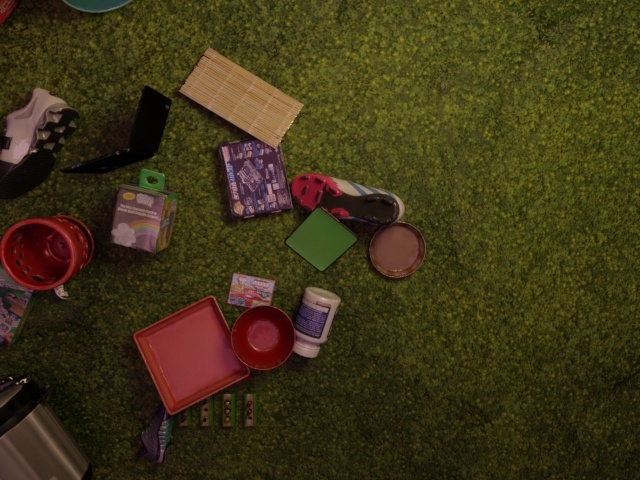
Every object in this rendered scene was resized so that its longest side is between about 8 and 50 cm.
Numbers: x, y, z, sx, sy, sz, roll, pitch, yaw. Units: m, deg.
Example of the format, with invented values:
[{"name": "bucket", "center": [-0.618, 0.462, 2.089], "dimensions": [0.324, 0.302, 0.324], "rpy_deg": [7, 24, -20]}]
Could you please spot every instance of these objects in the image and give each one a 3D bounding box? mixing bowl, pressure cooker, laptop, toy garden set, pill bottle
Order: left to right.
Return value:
[{"name": "pressure cooker", "center": [-0.878, 0.587, 1.255], "dimensions": [0.376, 0.370, 0.420], "rpy_deg": [-30, 102, -2]}, {"name": "laptop", "center": [-0.517, -0.276, 1.210], "dimensions": [0.265, 0.234, 0.136], "rpy_deg": [-18, 98, 0]}, {"name": "toy garden set", "center": [-0.317, 0.476, 1.425], "dimensions": [0.245, 0.049, 0.203], "rpy_deg": [1, 98, -3]}, {"name": "mixing bowl", "center": [-0.166, 0.280, 1.368], "dimensions": [0.182, 0.098, 0.181], "rpy_deg": [1, 82, -7]}, {"name": "pill bottle", "center": [-0.020, 0.241, 1.374], "dimensions": [0.112, 0.112, 0.186], "rpy_deg": [18, 97, -5]}]

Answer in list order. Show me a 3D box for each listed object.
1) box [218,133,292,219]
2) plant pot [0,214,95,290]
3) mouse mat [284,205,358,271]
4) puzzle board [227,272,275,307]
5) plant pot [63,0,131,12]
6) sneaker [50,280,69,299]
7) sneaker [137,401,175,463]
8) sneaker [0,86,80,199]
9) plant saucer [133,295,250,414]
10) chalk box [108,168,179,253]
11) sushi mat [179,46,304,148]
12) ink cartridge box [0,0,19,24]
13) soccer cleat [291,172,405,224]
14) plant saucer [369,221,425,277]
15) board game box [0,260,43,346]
[{"name": "box", "center": [-0.182, -0.181, 1.333], "dimensions": [0.175, 0.051, 0.220], "rpy_deg": [-11, 99, -1]}, {"name": "plant pot", "center": [-0.728, 0.026, 1.275], "dimensions": [0.191, 0.174, 0.191], "rpy_deg": [0, 98, -3]}, {"name": "mouse mat", "center": [0.000, 0.000, 1.341], "dimensions": [0.153, 0.007, 0.190], "rpy_deg": [39, 129, -8]}, {"name": "puzzle board", "center": [-0.208, 0.156, 1.403], "dimensions": [0.128, 0.011, 0.096], "rpy_deg": [12, 98, -5]}, {"name": "plant pot", "center": [-0.585, -0.757, 1.136], "dimensions": [0.272, 0.271, 0.255], "rpy_deg": [-36, 83, 3]}, {"name": "sneaker", "center": [-0.756, 0.132, 1.361], "dimensions": [0.037, 0.032, 0.083], "rpy_deg": [-30, 99, 2]}, {"name": "sneaker", "center": [-0.502, 0.567, 1.416], "dimensions": [0.098, 0.083, 0.223], "rpy_deg": [11, 98, 0]}, {"name": "sneaker", "center": [-0.801, -0.264, 1.271], "dimensions": [0.146, 0.122, 0.330], "rpy_deg": [41, 96, 10]}, {"name": "plant saucer", "center": [-0.373, 0.331, 1.371], "dimensions": [0.259, 0.048, 0.259], "rpy_deg": [-27, 84, -4]}, {"name": "chalk box", "center": [-0.480, -0.088, 1.294], "dimensions": [0.133, 0.132, 0.212], "rpy_deg": [14, 97, -4]}, {"name": "sushi mat", "center": [-0.218, -0.393, 1.288], "dimensions": [0.317, 0.019, 0.151], "rpy_deg": [31, 88, 0]}, {"name": "ink cartridge box", "center": [-0.916, -0.653, 1.098], "dimensions": [0.131, 0.306, 0.226], "rpy_deg": [-44, 99, 4]}, {"name": "soccer cleat", "center": [0.080, -0.113, 1.335], "dimensions": [0.332, 0.143, 0.115], "rpy_deg": [17, 104, 18]}, {"name": "plant saucer", "center": [0.228, 0.026, 1.396], "dimensions": [0.169, 0.029, 0.168], "rpy_deg": [0, 98, -2]}, {"name": "board game box", "center": [-0.995, 0.144, 1.345], "dimensions": [0.317, 0.046, 0.213], "rpy_deg": [27, 95, -6]}]
